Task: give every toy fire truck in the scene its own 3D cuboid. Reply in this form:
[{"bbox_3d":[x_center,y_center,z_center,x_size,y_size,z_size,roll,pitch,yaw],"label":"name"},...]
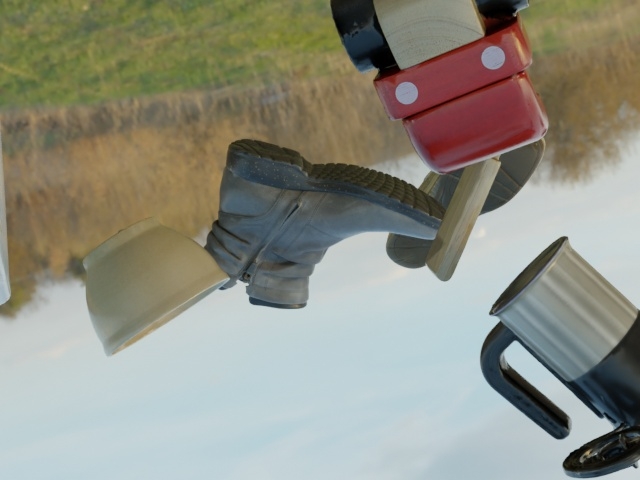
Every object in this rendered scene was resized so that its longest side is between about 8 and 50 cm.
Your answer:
[{"bbox_3d":[0.102,-0.089,0.734,0.158,0.246,0.217,-20,-164,17],"label":"toy fire truck"}]

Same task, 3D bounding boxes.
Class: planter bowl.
[{"bbox_3d":[-0.198,0.042,1.130,0.162,0.109,0.162,-33,179,-1],"label":"planter bowl"}]

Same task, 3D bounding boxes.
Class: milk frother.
[{"bbox_3d":[0.188,0.088,0.733,0.129,0.134,0.143,-48,177,4],"label":"milk frother"}]

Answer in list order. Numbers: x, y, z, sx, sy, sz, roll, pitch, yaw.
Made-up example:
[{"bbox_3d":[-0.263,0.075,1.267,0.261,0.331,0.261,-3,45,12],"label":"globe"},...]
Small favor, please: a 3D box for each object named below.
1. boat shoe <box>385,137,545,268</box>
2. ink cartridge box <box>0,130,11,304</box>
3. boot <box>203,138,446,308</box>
[{"bbox_3d":[0.231,-0.094,1.679,0.341,0.121,0.110,-42,-159,31],"label":"boat shoe"},{"bbox_3d":[-0.202,-0.197,0.449,0.091,0.385,0.308,-4,155,-12],"label":"ink cartridge box"},{"bbox_3d":[0.000,0.000,1.449,0.338,0.223,0.118,17,-162,5],"label":"boot"}]
